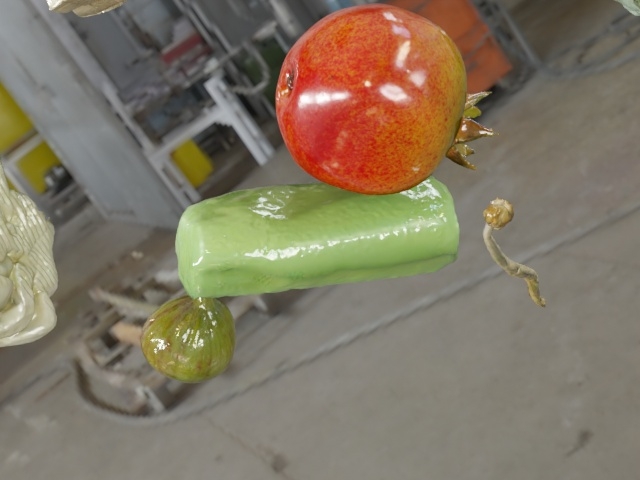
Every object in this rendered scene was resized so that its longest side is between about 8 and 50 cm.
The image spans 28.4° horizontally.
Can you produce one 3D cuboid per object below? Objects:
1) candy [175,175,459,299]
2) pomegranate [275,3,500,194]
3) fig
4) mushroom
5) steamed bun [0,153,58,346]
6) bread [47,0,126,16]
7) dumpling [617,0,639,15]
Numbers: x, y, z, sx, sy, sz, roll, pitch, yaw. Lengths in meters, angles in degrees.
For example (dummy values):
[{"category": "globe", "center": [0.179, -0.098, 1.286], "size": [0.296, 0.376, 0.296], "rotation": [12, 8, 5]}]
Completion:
[{"category": "candy", "center": [0.000, 0.000, 1.526], "size": [0.343, 0.132, 0.142], "rotation": [-7, 47, -14]}, {"category": "pomegranate", "center": [0.077, -0.155, 1.444], "size": [0.221, 0.256, 0.221], "rotation": [-160, 90, -76]}, {"category": "fig", "center": [-0.190, 0.106, 1.918], "size": [0.149, 0.149, 0.245], "rotation": [-58, -13, -51]}, {"category": "mushroom", "center": [0.164, 0.020, 1.062], "size": [0.028, 0.026, 0.286], "rotation": [-10, -21, 12]}, {"category": "steamed bun", "center": [-0.503, 0.017, 1.702], "size": [0.207, 0.268, 0.280], "rotation": [-27, 44, 14]}, {"category": "bread", "center": [-0.283, -0.330, 1.412], "size": [0.077, 0.152, 0.105], "rotation": [-24, 0, 16]}, {"category": "dumpling", "center": [0.389, -0.401, 1.681], "size": [0.108, 0.219, 0.153], "rotation": [-18, 38, 13]}]
